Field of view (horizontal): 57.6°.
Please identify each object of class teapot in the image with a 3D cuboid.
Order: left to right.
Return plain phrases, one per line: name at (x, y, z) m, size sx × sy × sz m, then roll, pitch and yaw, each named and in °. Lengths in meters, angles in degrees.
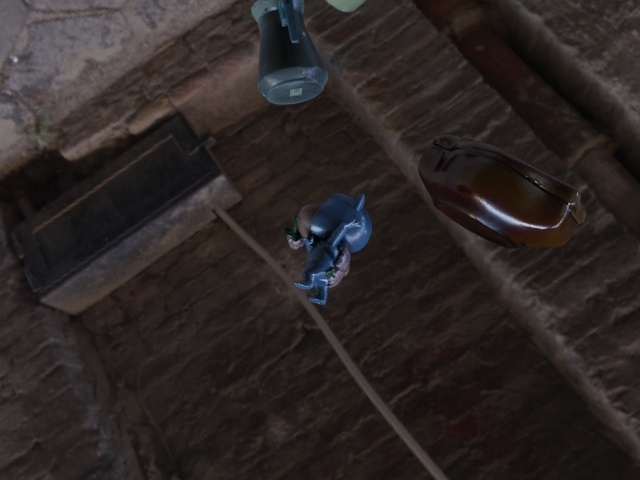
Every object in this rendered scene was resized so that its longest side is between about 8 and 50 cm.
teapot at (-0.079, -0.458, 1.372) m, size 0.171 × 0.225 × 0.203 m, roll -10°, pitch 174°, yaw -12°

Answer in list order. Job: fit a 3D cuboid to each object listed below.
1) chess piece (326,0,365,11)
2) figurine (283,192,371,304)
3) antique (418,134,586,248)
chess piece at (0.154, -0.575, 0.924) m, size 0.442 × 0.234 × 0.234 m, roll -30°, pitch 168°, yaw 37°
figurine at (-0.002, 0.001, 0.905) m, size 0.114 × 0.144 × 0.178 m, roll 67°, pitch 39°, yaw -57°
antique at (0.290, -0.077, 0.972) m, size 0.129 × 0.278 × 0.223 m, roll -57°, pitch 149°, yaw 0°
